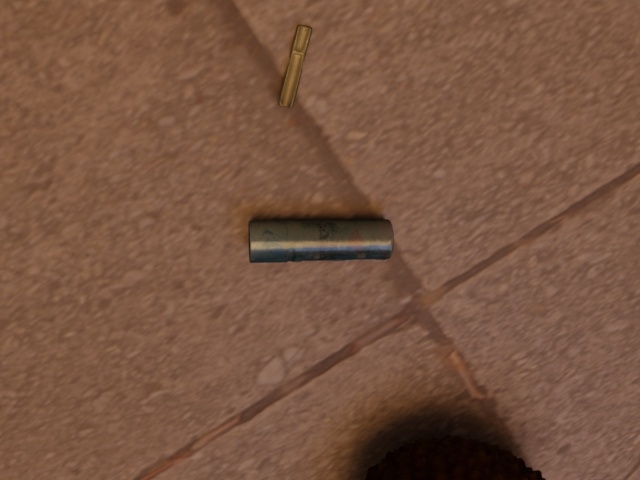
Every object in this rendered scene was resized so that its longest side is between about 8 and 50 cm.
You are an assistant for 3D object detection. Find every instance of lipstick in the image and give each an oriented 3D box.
[{"bbox_3d":[0.000,0.000,0.704,0.158,0.048,0.048,-1,111,-8],"label":"lipstick"}]

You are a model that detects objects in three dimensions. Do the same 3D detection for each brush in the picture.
[{"bbox_3d":[-0.026,-0.178,0.650,0.016,0.013,0.083,14,101,-5],"label":"brush"}]

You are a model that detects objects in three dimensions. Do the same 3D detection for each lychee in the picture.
[{"bbox_3d":[0.173,0.363,0.771,0.268,0.267,0.267,-3,112,-7],"label":"lychee"}]
